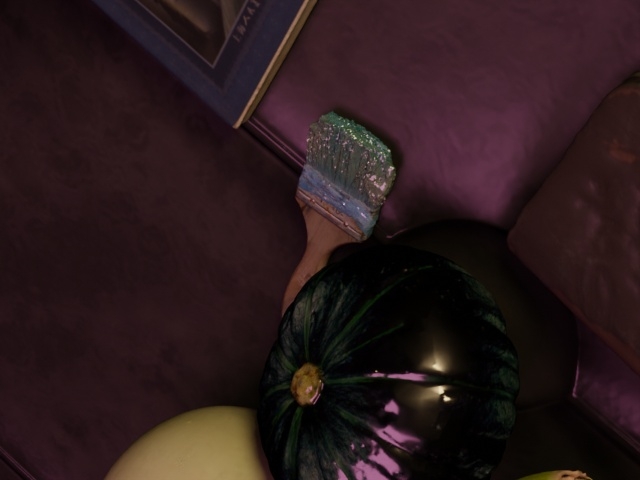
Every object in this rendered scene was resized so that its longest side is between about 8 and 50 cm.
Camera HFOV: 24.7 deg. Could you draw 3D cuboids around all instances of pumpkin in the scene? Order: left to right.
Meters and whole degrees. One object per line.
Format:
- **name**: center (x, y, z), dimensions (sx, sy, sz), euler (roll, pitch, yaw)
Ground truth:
- **pumpkin**: center (0.041, 0.097, 0.934), dimensions (0.194, 0.150, 0.194), euler (175, 90, -69)

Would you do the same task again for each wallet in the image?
- **wallet**: center (0.243, 0.053, 0.818), dimensions (0.309, 0.042, 0.165), euler (48, 138, 20)

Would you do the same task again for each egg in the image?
- **egg**: center (-0.068, 0.242, 1.067), dimensions (0.219, 0.219, 0.269), euler (28, 145, 21)

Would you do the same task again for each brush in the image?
- **brush**: center (0.000, 0.000, 1.012), dimensions (0.070, 0.021, 0.196), euler (35, 131, 18)

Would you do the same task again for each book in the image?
- **book**: center (-0.113, -0.224, 0.963), dimensions (0.269, 0.025, 0.191), euler (42, 132, 9)

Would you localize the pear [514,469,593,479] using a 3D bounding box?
- **pear**: center (0.128, 0.262, 0.948), dimensions (0.187, 0.187, 0.220), euler (42, 108, 9)
